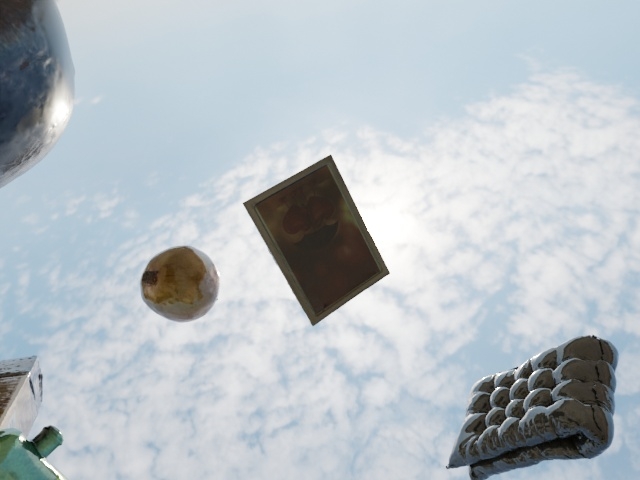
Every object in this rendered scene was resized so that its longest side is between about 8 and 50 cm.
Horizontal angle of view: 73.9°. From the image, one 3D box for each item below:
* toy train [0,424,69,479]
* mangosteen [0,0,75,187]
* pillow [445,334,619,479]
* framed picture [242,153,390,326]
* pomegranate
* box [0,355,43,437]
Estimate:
[{"bbox_3d":[-0.173,0.200,0.248,0.083,0.200,0.132,-2,-149,45],"label":"toy train"},{"bbox_3d":[-0.514,-0.211,0.510,0.434,0.382,0.382,-18,-150,44],"label":"mangosteen"},{"bbox_3d":[0.388,0.313,0.792,0.101,0.326,0.228,40,-135,6],"label":"pillow"},{"bbox_3d":[0.000,0.000,0.877,0.211,0.290,0.020,-31,-167,-17],"label":"framed picture"},{"bbox_3d":[-0.332,0.102,1.017,0.191,0.191,0.191,-9,-140,8],"label":"pomegranate"},{"bbox_3d":[-0.601,0.302,0.635,0.264,0.116,0.415,-4,-174,-24],"label":"box"}]
